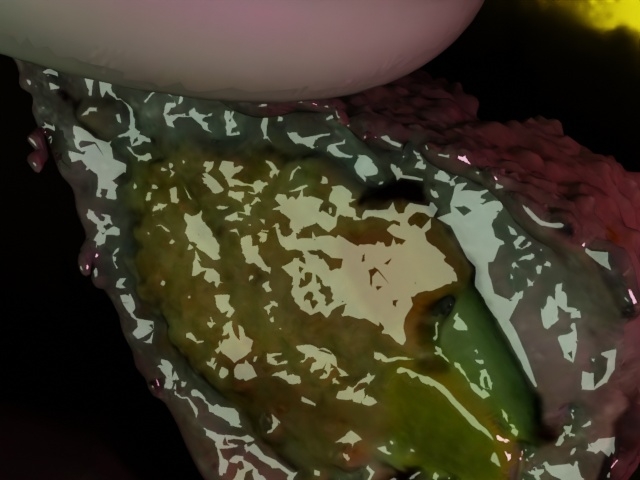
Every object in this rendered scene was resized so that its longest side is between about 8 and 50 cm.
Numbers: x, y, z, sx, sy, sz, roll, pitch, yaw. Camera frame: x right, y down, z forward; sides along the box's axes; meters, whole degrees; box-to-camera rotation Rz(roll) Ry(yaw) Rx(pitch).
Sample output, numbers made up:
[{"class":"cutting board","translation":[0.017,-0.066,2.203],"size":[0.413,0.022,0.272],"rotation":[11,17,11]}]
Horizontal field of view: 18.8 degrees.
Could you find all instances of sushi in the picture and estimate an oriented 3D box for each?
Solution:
[{"class":"sushi","translation":[-0.003,0.018,0.637],"size":[0.241,0.107,0.161],"rotation":[21,112,13]}]

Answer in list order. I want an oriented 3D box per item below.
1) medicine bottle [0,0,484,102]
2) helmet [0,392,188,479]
[{"class":"medicine bottle","translation":[-0.025,-0.215,0.500],"size":[0.241,0.241,0.302],"rotation":[28,116,16]},{"class":"helmet","translation":[-0.096,0.163,0.676],"size":[0.177,0.225,0.305],"rotation":[-9,105,-1]}]
